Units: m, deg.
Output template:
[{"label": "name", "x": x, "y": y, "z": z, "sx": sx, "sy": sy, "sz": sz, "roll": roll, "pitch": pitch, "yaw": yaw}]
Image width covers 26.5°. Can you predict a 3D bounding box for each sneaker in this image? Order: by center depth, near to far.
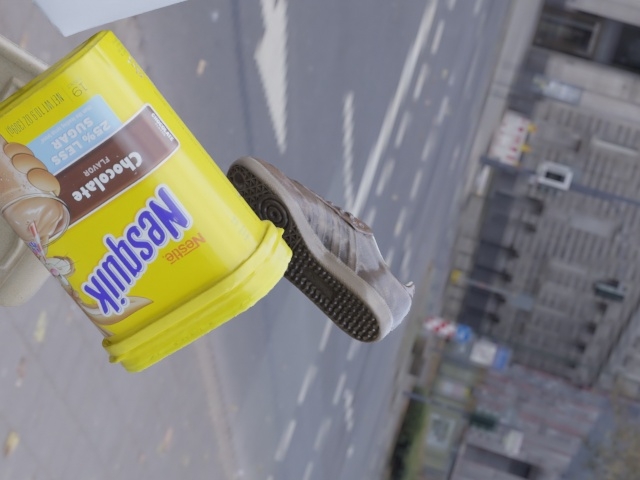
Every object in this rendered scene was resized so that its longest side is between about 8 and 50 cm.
[{"label": "sneaker", "x": 0.000, "y": 0.000, "z": 1.121, "sx": 0.071, "sy": 0.188, "sz": 0.066, "roll": -39, "pitch": 178, "yaw": -44}]

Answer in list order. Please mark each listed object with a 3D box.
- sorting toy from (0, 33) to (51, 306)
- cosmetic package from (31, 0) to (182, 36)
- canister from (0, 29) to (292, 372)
[{"label": "sorting toy", "x": -0.291, "y": -0.039, "z": 1.008, "sx": 0.307, "sy": 0.229, "sz": 0.041, "roll": -47, "pitch": -156, "yaw": 32}, {"label": "cosmetic package", "x": -0.084, "y": -0.340, "z": 1.142, "sx": 0.156, "sy": 0.385, "sz": 0.217, "roll": 61, "pitch": 13, "yaw": -72}, {"label": "canister", "x": -0.117, "y": -0.022, "z": 0.790, "sx": 0.126, "sy": 0.170, "sz": 0.073, "roll": -31, "pitch": -163, "yaw": 24}]
